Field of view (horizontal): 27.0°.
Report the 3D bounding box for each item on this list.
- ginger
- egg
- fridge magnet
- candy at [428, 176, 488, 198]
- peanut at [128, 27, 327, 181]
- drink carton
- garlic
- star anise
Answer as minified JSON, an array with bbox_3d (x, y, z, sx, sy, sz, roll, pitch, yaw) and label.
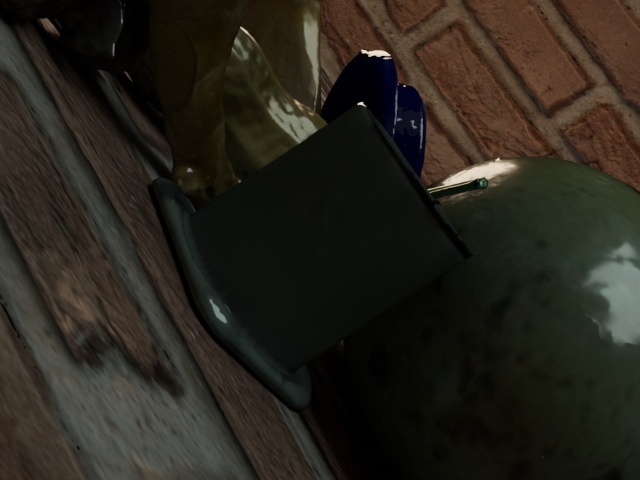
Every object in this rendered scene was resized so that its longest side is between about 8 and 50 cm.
[{"bbox_3d":[-0.096,-0.154,1.122,0.131,0.086,0.295,-63,157,-57],"label":"ginger"},{"bbox_3d":[0.189,0.100,1.228,0.345,0.345,0.428,55,19,-10],"label":"egg"},{"bbox_3d":[0.045,-0.087,1.534,0.112,0.266,0.265,11,22,-13],"label":"fridge magnet"},{"bbox_3d":[0.033,-0.025,1.191,0.073,0.262,0.077,-33,107,-53],"label":"candy"},{"bbox_3d":[-0.085,-0.123,1.289,0.290,0.130,0.130,49,10,-27],"label":"peanut"},{"bbox_3d":[0.000,0.000,1.071,0.191,0.189,0.185,50,5,-43],"label":"drink carton"},{"bbox_3d":[-0.054,-0.178,1.523,0.145,0.164,0.245,19,57,-44],"label":"garlic"},{"bbox_3d":[-0.208,-0.220,1.068,0.229,0.093,0.236,59,10,-22],"label":"star anise"}]
